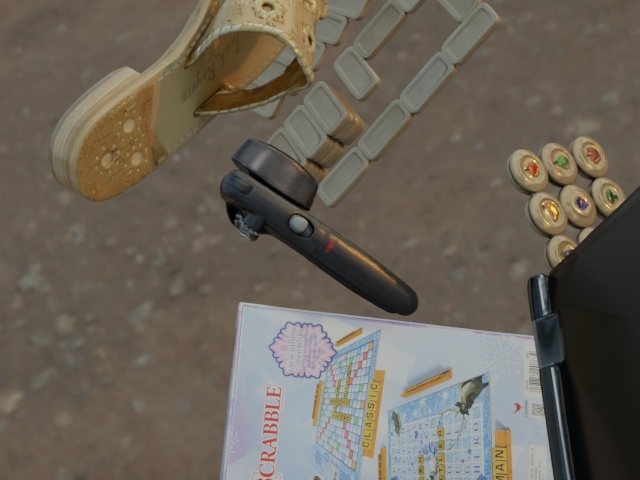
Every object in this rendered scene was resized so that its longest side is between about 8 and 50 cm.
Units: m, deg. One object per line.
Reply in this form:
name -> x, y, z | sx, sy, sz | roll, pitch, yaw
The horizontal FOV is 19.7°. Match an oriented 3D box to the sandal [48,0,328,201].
sandal -> -0.042, -0.097, 1.043 | 0.079, 0.088, 0.240 | 27, 60, 33

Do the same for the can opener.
can opener -> 0.000, 0.000, 1.416 | 0.073, 0.186, 0.059 | -51, 10, 0

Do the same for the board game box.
board game box -> 0.064, 0.226, 1.695 | 0.318, 0.066, 0.318 | 7, 61, -3

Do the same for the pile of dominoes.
pile of dominoes -> 0.045, -0.161, 1.723 | 0.251, 0.040, 0.196 | -48, 48, 15

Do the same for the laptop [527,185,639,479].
laptop -> 0.253, 0.172, 0.923 | 0.236, 0.408, 0.382 | -20, 59, 28

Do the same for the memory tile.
memory tile -> 0.207, -0.010, 1.426 | 0.113, 0.148, 0.012 | -12, -16, -41
